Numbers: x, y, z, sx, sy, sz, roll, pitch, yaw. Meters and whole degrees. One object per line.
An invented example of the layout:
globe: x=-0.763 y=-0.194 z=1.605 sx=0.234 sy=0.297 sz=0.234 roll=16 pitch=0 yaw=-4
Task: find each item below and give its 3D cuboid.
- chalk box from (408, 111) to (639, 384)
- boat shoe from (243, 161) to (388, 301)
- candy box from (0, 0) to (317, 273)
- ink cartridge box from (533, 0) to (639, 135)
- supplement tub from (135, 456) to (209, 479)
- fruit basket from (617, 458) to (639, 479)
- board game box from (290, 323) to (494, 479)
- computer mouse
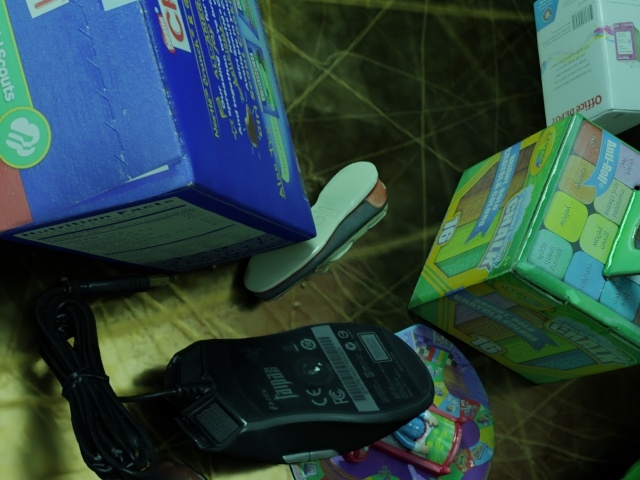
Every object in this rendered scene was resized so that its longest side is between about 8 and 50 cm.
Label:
chalk box: x=0.180 y=0.007 z=0.971 sx=0.132 sy=0.213 sz=0.132 roll=30 pitch=68 yaw=-13
boat shoe: x=0.000 y=0.000 z=0.995 sx=0.137 sy=0.049 sz=0.043 roll=-46 pitch=135 yaw=-25
candy box: x=-0.116 y=-0.125 z=0.827 sx=0.122 sy=0.317 sz=0.268 roll=-16 pitch=82 yaw=9
ink cartridge box: x=0.220 y=-0.146 z=1.093 sx=0.052 sy=0.088 sz=0.122 roll=3 pitch=77 yaw=-24
supplement tub: x=-0.135 y=0.235 z=0.850 sx=0.198 sy=0.106 sz=0.106 roll=-41 pitch=94 yaw=-24
fruit basket: x=0.297 y=0.339 z=0.969 sx=0.327 sy=0.165 sz=0.353 roll=-34 pitch=94 yaw=-25
board game box: x=0.059 y=0.138 z=0.991 sx=0.169 sy=0.033 sz=0.133 roll=-21 pitch=85 yaw=-24
computer mouse: x=-0.065 y=0.088 z=0.920 sx=0.262 sy=0.060 sz=0.184 roll=-7 pitch=42 yaw=-32
